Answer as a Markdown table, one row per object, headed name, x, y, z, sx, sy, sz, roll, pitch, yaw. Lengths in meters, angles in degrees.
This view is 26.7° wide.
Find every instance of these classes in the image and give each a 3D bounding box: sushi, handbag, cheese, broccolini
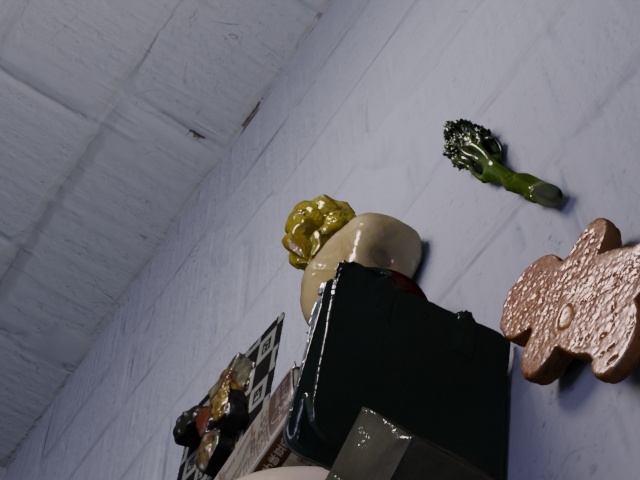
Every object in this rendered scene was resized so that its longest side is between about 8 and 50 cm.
| name | x | y | z | sx | sy | sz | roll | pitch | yaw |
| --- | --- | --- | --- | --- | --- | --- | --- | --- | --- |
| sushi | -0.205 | 0.334 | 2.491 | 0.359 | 0.064 | 0.343 | -49 | 21 | 36 |
| handbag | 0.100 | 0.170 | 1.568 | 0.079 | 0.247 | 0.260 | -52 | 19 | 49 |
| cheese | 0.061 | 0.056 | 2.085 | 0.218 | 0.117 | 0.235 | -57 | 21 | 7 |
| broccolini | 0.245 | -0.115 | 1.891 | 0.079 | 0.074 | 0.392 | -66 | 15 | 6 |

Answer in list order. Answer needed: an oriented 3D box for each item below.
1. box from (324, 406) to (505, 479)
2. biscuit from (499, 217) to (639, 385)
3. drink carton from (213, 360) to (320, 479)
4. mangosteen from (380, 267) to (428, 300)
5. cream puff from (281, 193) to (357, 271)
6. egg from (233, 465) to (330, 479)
| name | x | y | z | sx | sy | sz | roll | pitch | yaw |
| --- | --- | --- | --- | --- | --- | --- | --- | --- | --- |
| box | 0.123 | 0.291 | 1.324 | 0.155 | 0.231 | 0.149 | -63 | 17 | -4 |
| biscuit | 0.295 | 0.070 | 1.501 | 0.205 | 0.049 | 0.324 | -64 | 18 | -15 |
| drink carton | -0.039 | 0.350 | 1.754 | 0.324 | 0.194 | 0.132 | -56 | 12 | 17 |
| mangosteen | 0.084 | 0.132 | 1.840 | 0.200 | 0.200 | 0.200 | -52 | 19 | 26 |
| cream puff | 0.000 | 0.001 | 2.336 | 0.156 | 0.121 | 0.156 | -45 | 25 | 28 |
| egg | -0.054 | 0.411 | 1.560 | 0.345 | 0.283 | 0.283 | -49 | 19 | 10 |
